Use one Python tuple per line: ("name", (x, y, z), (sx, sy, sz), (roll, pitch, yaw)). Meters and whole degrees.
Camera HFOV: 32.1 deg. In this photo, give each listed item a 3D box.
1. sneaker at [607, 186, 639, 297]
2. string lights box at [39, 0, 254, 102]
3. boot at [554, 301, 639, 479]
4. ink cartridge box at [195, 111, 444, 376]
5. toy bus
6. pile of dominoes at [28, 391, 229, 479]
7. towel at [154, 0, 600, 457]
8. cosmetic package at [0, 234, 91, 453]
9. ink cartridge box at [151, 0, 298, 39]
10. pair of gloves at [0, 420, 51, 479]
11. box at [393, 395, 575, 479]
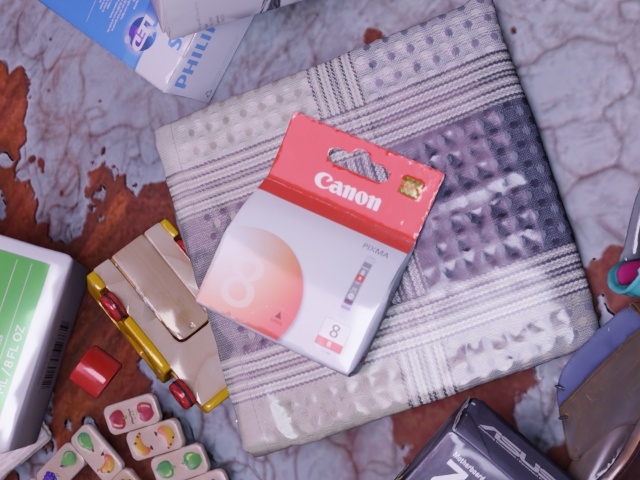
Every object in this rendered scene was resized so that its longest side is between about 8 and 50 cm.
("sneaker", (0.287, 0.042, 0.739), (0.178, 0.124, 0.296), (-6, 76, -9))
("string lights box", (-0.188, -0.258, 1.092), (0.259, 0.076, 0.133), (37, 105, 25))
("boot", (0.219, 0.151, 0.860), (0.219, 0.082, 0.106), (-54, 39, 27))
("ink cartridge box", (0.000, 0.000, 0.899), (0.145, 0.045, 0.179), (24, 94, 15))
("toy bus", (-0.123, 0.083, 1.022), (0.190, 0.104, 0.202), (8, 74, -8))
("pile of dominoes", (-0.161, 0.277, 1.045), (0.251, 0.040, 0.196), (46, 109, 10))
("towel", (0.038, -0.009, 0.941), (0.324, 0.056, 0.312), (-19, 80, 12))
("cosmetic package", (-0.429, 0.059, 1.066), (0.365, 0.155, 0.197), (16, 82, -3))
("ink cartridge box", (-0.056, -0.287, 0.954), (0.219, 0.092, 0.160), (-19, 77, -7))
("pair of gloves", (-0.341, 0.294, 1.136), (0.204, 0.042, 0.240), (-31, 83, 5))
("box", (0.152, 0.360, 0.804), (0.395, 0.097, 0.318), (40, 109, 8))
